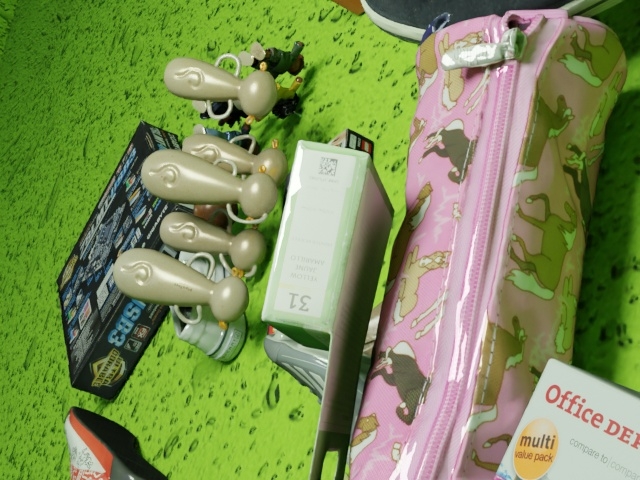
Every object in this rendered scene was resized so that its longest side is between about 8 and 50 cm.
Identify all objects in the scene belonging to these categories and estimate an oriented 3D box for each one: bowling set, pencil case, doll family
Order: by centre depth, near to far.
[{"bbox_3d":[0.108,0.032,0.750,0.160,0.167,0.386,-14,57,52],"label":"pencil case"},{"bbox_3d":[-0.096,-0.051,1.233,0.154,0.200,0.287,14,92,18],"label":"bowling set"},{"bbox_3d":[-0.082,-0.157,1.317,0.193,0.111,0.076,-33,74,29],"label":"doll family"}]

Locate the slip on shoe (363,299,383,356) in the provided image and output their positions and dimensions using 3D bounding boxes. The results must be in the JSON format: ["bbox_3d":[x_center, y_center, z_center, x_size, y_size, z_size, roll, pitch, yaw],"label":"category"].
[{"bbox_3d":[0.043,0.083,0.962,0.135,0.041,0.051,-54,29,22],"label":"slip on shoe"}]

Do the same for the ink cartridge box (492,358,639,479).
[{"bbox_3d":[0.163,0.173,0.578,0.128,0.127,0.176,24,89,62],"label":"ink cartridge box"}]

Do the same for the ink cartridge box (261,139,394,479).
[{"bbox_3d":[0.000,0.068,0.766,0.171,0.056,0.235,52,-130,-76],"label":"ink cartridge box"}]

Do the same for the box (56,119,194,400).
[{"bbox_3d":[-0.265,0.019,1.535,0.295,0.073,0.293,-58,27,15],"label":"box"}]

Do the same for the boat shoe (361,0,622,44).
[{"bbox_3d":[0.195,-0.255,0.755,0.500,0.156,0.187,-3,57,50],"label":"boat shoe"}]

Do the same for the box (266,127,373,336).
[{"bbox_3d":[0.000,0.000,1.113,0.114,0.036,0.207,-34,41,46],"label":"box"}]

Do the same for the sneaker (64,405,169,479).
[{"bbox_3d":[-0.266,0.296,1.292,0.270,0.090,0.145,24,87,61],"label":"sneaker"}]

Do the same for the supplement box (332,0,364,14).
[{"bbox_3d":[0.057,-0.383,1.278,0.080,0.078,0.233,-21,50,58],"label":"supplement box"}]

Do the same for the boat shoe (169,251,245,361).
[{"bbox_3d":[-0.142,0.050,1.283,0.083,0.076,0.226,-58,28,14],"label":"boat shoe"}]

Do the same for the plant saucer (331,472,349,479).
[{"bbox_3d":[0.011,0.304,0.836,0.188,0.045,0.188,-57,28,15],"label":"plant saucer"}]

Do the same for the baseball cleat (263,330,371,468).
[{"bbox_3d":[0.018,0.132,0.892,0.206,0.072,0.109,13,98,52],"label":"baseball cleat"}]
